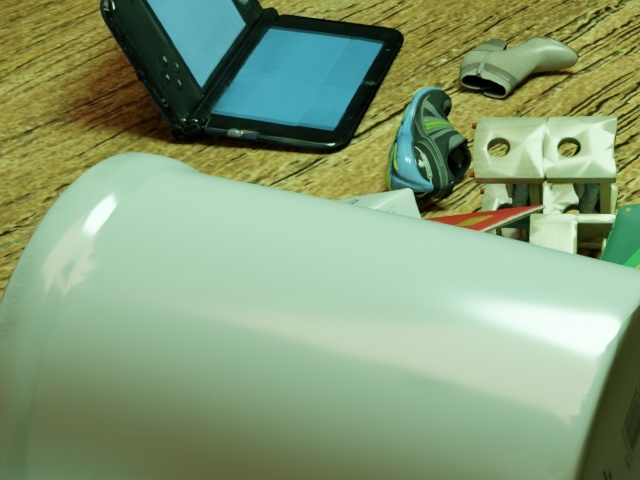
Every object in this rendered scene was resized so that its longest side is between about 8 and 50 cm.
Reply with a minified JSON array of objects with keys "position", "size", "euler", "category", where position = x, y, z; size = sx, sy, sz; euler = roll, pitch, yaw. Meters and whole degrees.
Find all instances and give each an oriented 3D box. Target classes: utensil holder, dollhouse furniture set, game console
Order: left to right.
[{"position":[-0.067,-0.236,2.100],"size":[0.173,0.250,0.293],"euler":[-21,22,27],"category":"game console"},{"position":[0.015,0.135,1.305],"size":[0.385,0.327,0.327],"euler":[13,34,22],"category":"utensil holder"},{"position":[0.199,0.000,1.736],"size":[0.129,0.129,0.184],"euler":[0,60,9],"category":"dollhouse furniture set"}]

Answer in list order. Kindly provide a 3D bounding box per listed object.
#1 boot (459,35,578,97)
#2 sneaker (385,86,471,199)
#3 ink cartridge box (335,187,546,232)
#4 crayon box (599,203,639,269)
[{"position":[0.209,-0.183,2.097],"size":[0.118,0.042,0.087],"euler":[8,39,21],"category":"boot"},{"position":[0.111,-0.091,1.938],"size":[0.078,0.067,0.188],"euler":[19,30,-3],"category":"sneaker"},{"position":[0.000,0.000,1.664],"size":[0.261,0.066,0.296],"euler":[-26,10,-32],"category":"ink cartridge box"},{"position":[0.348,0.054,1.519],"size":[0.278,0.081,0.165],"euler":[-2,48,35],"category":"crayon box"}]
